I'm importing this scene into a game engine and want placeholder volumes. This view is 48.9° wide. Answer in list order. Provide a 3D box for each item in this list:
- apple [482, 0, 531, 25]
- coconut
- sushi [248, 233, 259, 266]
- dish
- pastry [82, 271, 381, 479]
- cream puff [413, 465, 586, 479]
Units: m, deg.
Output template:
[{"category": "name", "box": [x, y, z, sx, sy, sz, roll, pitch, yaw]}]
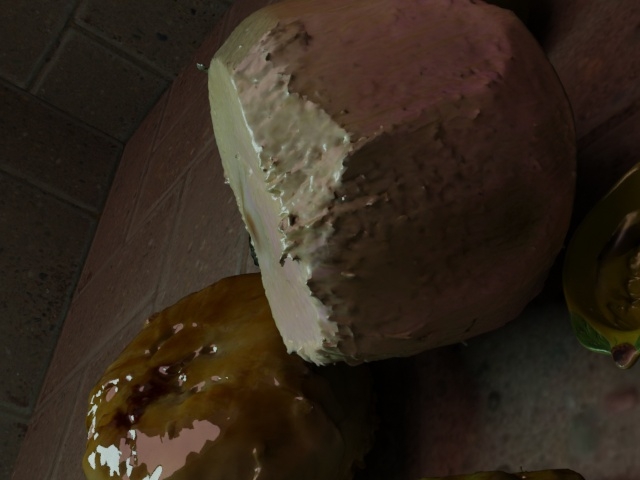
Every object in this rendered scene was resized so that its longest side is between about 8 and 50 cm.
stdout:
[{"category": "apple", "box": [0.169, -0.329, 1.027, 0.262, 0.262, 0.262, -42, 32, 34]}, {"category": "coconut", "box": [0.089, -0.080, 0.755, 0.404, 0.405, 0.404, -42, 32, 34]}, {"category": "sushi", "box": [-0.007, 0.005, 1.083, 0.115, 0.213, 0.147, -131, 48, -72]}, {"category": "dish", "box": [0.300, 0.030, 0.628, 0.149, 0.080, 0.207, -20, 46, 55]}, {"category": "pastry", "box": [-0.107, 0.223, 0.919, 0.410, 0.245, 0.409, -20, 31, 13]}, {"category": "cream puff", "box": [0.135, 0.280, 0.585, 0.221, 0.195, 0.194, -36, 36, 49]}]
